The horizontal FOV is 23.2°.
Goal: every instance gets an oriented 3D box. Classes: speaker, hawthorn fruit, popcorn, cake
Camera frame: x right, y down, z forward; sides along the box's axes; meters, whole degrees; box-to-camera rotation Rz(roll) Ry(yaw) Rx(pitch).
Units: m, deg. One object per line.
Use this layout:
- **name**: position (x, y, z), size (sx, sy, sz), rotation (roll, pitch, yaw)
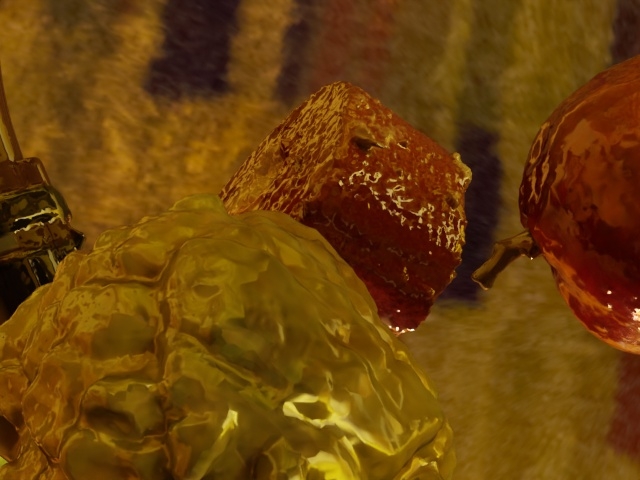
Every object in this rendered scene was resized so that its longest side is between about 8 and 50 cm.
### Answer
- **speaker**: position (-0.362, -0.056, 1.399), size (0.259, 0.198, 0.330), rotation (-13, 80, -31)
- **hawthorn fruit**: position (0.216, -0.020, 0.990), size (0.253, 0.205, 0.205), rotation (-16, 84, -5)
- **popcorn**: position (-0.057, 0.107, 0.803), size (0.249, 0.249, 0.225), rotation (46, 120, 11)
- **cake**: position (0.000, 0.000, 1.267), size (0.151, 0.177, 0.283), rotation (33, 138, -14)

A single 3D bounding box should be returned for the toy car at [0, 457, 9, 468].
- **toy car**: position (-0.196, 0.139, 0.952), size (0.054, 0.143, 0.073), rotation (-10, 104, 41)
